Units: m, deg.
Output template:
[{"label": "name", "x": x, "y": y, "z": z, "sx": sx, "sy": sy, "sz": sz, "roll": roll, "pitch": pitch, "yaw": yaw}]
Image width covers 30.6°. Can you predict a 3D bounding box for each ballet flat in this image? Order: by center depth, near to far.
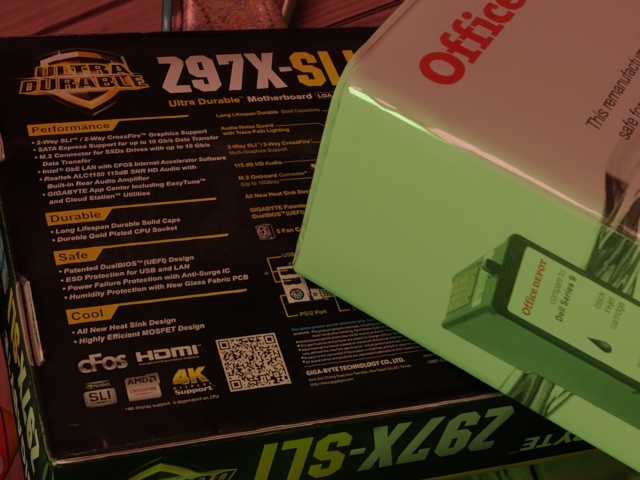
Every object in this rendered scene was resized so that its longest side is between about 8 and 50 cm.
[{"label": "ballet flat", "x": -0.064, "y": -0.233, "z": 0.857, "sx": 0.106, "sy": 0.107, "sz": 0.316, "roll": -2, "pitch": 60, "yaw": -6}]

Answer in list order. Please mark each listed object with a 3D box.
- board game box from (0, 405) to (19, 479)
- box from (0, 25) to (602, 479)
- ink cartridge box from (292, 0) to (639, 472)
[{"label": "board game box", "x": -0.418, "y": 0.151, "z": 0.460, "sx": 0.356, "sy": 0.356, "sz": 0.357, "roll": -15, "pitch": 42, "yaw": 37}, {"label": "box", "x": 0.000, "y": 0.000, "z": 0.592, "sx": 0.322, "sy": 0.079, "sz": 0.257, "roll": -6, "pitch": 49, "yaw": -21}, {"label": "ink cartridge box", "x": 0.165, "y": -0.015, "z": 0.515, "sx": 0.289, "sy": 0.121, "sz": 0.211, "roll": 30, "pitch": 48, "yaw": 12}]
